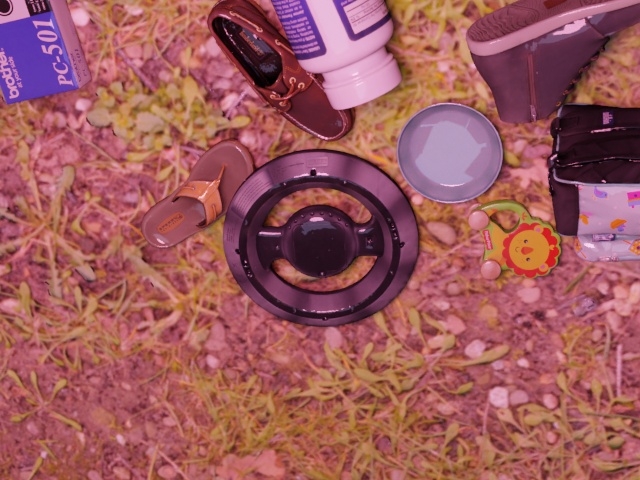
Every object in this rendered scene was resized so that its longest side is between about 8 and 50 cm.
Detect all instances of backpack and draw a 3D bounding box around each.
[{"bbox_3d":[0.342,-0.063,1.434,0.188,0.166,0.144,-6,124,17],"label":"backpack"}]

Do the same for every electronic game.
[{"bbox_3d":[0.000,0.000,1.594,0.229,0.048,0.229,1,117,3],"label":"electronic game"}]

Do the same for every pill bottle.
[{"bbox_3d":[0.014,-0.240,1.454,0.112,0.112,0.186,-18,108,18],"label":"pill bottle"}]

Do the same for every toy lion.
[{"bbox_3d":[0.224,-0.002,1.560,0.096,0.034,0.100,-14,109,9],"label":"toy lion"}]

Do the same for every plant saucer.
[{"bbox_3d":[0.146,-0.101,1.536,0.119,0.021,0.119,4,113,10],"label":"plant saucer"}]

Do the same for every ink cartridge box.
[{"bbox_3d":[-0.341,-0.266,1.552,0.097,0.046,0.207,-10,110,17],"label":"ink cartridge box"}]

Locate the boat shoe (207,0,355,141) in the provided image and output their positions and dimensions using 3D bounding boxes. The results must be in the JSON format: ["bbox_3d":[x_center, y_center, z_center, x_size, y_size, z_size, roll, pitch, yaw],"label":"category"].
[{"bbox_3d":[-0.047,-0.183,1.513,0.207,0.073,0.073,43,113,-9],"label":"boat shoe"}]

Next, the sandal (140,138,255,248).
[{"bbox_3d":[-0.146,-0.046,1.604,0.180,0.049,0.072,-38,101,23],"label":"sandal"}]

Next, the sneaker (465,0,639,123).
[{"bbox_3d":[0.274,-0.210,1.444,0.222,0.083,0.118,-18,127,11],"label":"sneaker"}]
